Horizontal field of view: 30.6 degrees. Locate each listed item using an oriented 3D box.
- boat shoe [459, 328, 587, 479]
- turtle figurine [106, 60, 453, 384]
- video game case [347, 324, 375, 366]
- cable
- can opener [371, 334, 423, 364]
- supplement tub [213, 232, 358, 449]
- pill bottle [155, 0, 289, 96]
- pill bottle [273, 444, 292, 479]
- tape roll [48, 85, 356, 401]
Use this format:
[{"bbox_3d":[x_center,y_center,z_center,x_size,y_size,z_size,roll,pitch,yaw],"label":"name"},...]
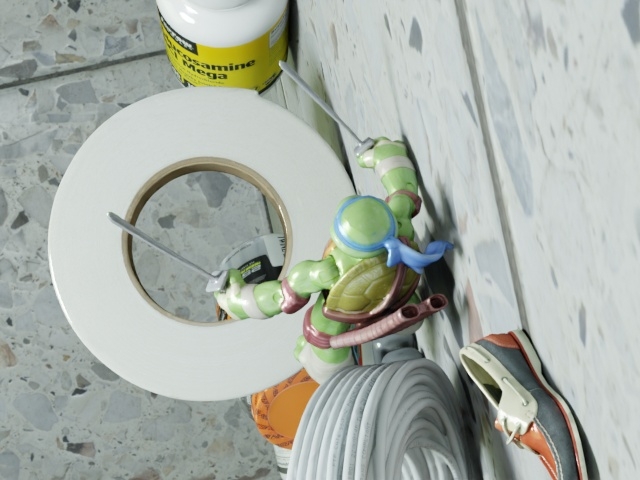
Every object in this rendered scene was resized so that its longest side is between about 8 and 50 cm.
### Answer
[{"bbox_3d":[0.129,0.109,0.738,0.137,0.043,0.049,-112,12,-50],"label":"boat shoe"},{"bbox_3d":[0.000,0.000,1.048,0.266,0.274,0.198,78,-149,-58],"label":"turtle figurine"},{"bbox_3d":[0.033,0.036,1.649,0.204,0.025,0.285,84,171,-51],"label":"video game case"},{"bbox_3d":[0.057,0.229,0.991,0.257,0.089,0.257,-56,-46,-51],"label":"cable"},{"bbox_3d":[0.074,0.223,1.302,0.076,0.095,0.283,-111,9,-52],"label":"can opener"},{"bbox_3d":[-0.050,0.156,1.836,0.338,0.207,0.207,-111,10,-55],"label":"supplement tub"},{"bbox_3d":[-0.137,-0.333,1.656,0.334,0.188,0.188,96,160,-75],"label":"pill bottle"},{"bbox_3d":[-0.009,0.346,2.112,0.161,0.161,0.283,-178,75,-84],"label":"pill bottle"},{"bbox_3d":[-0.138,0.003,1.446,0.072,0.392,0.392,126,131,-84],"label":"tape roll"}]
